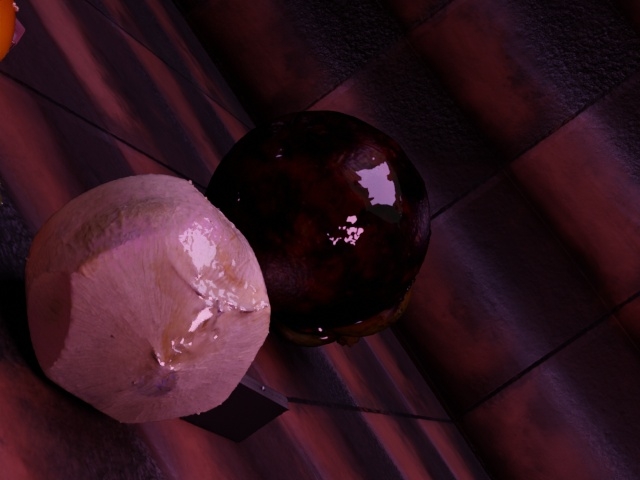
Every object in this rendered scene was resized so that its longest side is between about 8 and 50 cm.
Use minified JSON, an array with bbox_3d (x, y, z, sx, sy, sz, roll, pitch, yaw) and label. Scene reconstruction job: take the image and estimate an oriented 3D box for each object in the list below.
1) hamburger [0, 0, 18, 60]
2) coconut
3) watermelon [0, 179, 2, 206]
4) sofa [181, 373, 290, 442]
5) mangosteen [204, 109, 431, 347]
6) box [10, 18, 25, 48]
[{"bbox_3d":[-0.377,-0.232,0.981,0.246,0.170,0.246,43,-8,7],"label":"hamburger"},{"bbox_3d":[-0.157,0.061,1.031,0.227,0.227,0.230,48,9,-37],"label":"coconut"},{"bbox_3d":[-0.342,-0.048,1.011,0.245,0.063,0.119,-94,160,-77],"label":"watermelon"},{"bbox_3d":[-0.106,0.179,1.289,0.147,0.085,0.060,41,19,-58],"label":"sofa"},{"bbox_3d":[0.002,-0.024,1.820,0.381,0.381,0.421,58,-1,27],"label":"mangosteen"},{"bbox_3d":[-0.453,-0.303,1.414,0.156,0.060,0.111,54,7,-21],"label":"box"}]
